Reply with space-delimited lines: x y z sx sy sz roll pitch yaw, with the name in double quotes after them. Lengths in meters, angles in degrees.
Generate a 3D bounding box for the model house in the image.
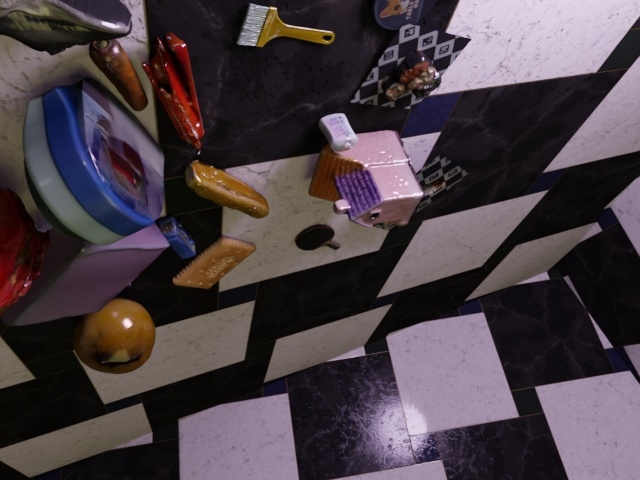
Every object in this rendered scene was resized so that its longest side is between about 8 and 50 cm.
0.104 -0.141 1.328 0.238 0.236 0.202 -8 155 -21 "model house"

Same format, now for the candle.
-0.269 -0.269 0.977 0.084 0.059 0.301 -12 152 -4 "candle"

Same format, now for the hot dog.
-0.231 -0.119 1.257 0.068 0.083 0.289 -16 158 26 "hot dog"

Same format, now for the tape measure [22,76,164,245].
-0.409 -0.125 0.921 0.138 0.262 0.259 -18 153 9 "tape measure"

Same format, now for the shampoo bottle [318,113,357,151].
0.046 -0.257 1.209 0.072 0.099 0.043 -16 152 -18 "shampoo bottle"

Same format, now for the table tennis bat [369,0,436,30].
0.207 -0.497 1.004 0.236 0.027 0.150 -16 153 -12 "table tennis bat"

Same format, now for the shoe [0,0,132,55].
-0.401 -0.329 0.735 0.228 0.099 0.112 2 149 -35 "shoe"

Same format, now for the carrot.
-0.349 -0.289 0.883 0.055 0.055 0.161 -23 155 -4 "carrot"

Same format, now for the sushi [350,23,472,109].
0.219 -0.380 1.172 0.220 0.047 0.231 -5 151 -35 "sushi"

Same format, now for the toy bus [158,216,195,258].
-0.381 -0.006 1.345 0.051 0.061 0.153 -18 154 -1 "toy bus"

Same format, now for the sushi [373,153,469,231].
0.282 -0.166 1.617 0.339 0.068 0.320 -38 158 24 "sushi"

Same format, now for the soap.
-0.552 0.068 1.176 0.296 0.107 0.285 -41 168 13 "soap"

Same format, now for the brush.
-0.057 -0.403 0.966 0.205 0.011 0.083 -6 147 -33 "brush"

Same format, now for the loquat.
-0.608 0.282 1.486 0.235 0.235 0.235 -19 152 -11 "loquat"

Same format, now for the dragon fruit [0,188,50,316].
-0.674 0.010 0.898 0.296 0.295 0.301 -33 118 15 "dragon fruit"

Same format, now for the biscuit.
-0.330 0.077 1.563 0.250 0.030 0.160 -37 150 23 "biscuit"

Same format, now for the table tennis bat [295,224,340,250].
0.000 0.000 1.713 0.130 0.019 0.220 -35 150 22 "table tennis bat"
